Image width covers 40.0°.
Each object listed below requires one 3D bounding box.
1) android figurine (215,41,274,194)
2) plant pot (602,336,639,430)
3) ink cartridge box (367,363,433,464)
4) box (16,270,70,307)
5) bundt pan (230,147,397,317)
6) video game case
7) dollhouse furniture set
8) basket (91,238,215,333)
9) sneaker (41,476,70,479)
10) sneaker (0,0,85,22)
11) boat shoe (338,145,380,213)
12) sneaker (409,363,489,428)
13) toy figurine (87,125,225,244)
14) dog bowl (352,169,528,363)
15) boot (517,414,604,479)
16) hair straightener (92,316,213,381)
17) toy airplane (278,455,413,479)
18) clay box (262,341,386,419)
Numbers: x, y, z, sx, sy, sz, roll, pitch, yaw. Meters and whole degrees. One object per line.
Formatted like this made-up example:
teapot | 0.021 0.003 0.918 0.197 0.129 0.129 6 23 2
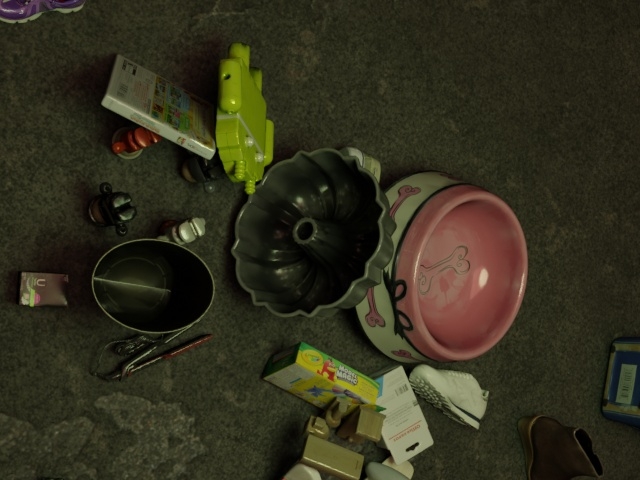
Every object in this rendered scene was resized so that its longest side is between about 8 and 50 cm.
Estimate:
android figurine | -0.141 -0.221 1.628 0.056 0.248 0.272 -6 65 11
plant pot | 0.794 0.340 2.031 0.212 0.236 0.235 15 82 -16
ink cartridge box | 0.149 0.360 1.822 0.104 0.060 0.180 -25 95 -23
box | -0.489 0.086 1.552 0.083 0.052 0.062 5 87 -25
bundt pan | 0.000 0.000 1.655 0.124 0.331 0.330 31 73 -55
video game case | -0.284 -0.242 1.575 0.206 0.227 0.026 26 112 -20
dollhouse furniture set | 0.026 0.402 1.699 0.144 0.123 0.151 23 48 -8
basket | -0.314 0.078 1.535 0.205 0.227 0.154 10 84 -23
sneaker | -0.403 0.501 1.562 0.237 0.085 0.086 39 81 -15
sneaker | -0.497 -0.433 1.556 0.170 0.071 0.068 -19 96 -23
boat shoe | 0.067 -0.040 1.779 0.094 0.109 0.302 13 81 -27
sneaker | 0.274 0.310 1.861 0.235 0.090 0.094 42 72 -38
toy figurine | -0.298 -0.096 1.601 0.210 0.148 0.212 20 78 -28
dog bowl | 0.258 0.064 1.780 0.408 0.150 0.407 -6 99 -38
boot | 0.535 0.499 1.915 0.090 0.207 0.248 -29 100 -22
hair straightener | -0.320 0.189 1.636 0.231 0.047 0.089 -24 98 -19
toy airplane | 0.062 0.571 1.659 0.384 0.272 0.385 25 55 -38
clay box | 0.014 0.282 1.729 0.222 0.127 0.053 30 54 -22
